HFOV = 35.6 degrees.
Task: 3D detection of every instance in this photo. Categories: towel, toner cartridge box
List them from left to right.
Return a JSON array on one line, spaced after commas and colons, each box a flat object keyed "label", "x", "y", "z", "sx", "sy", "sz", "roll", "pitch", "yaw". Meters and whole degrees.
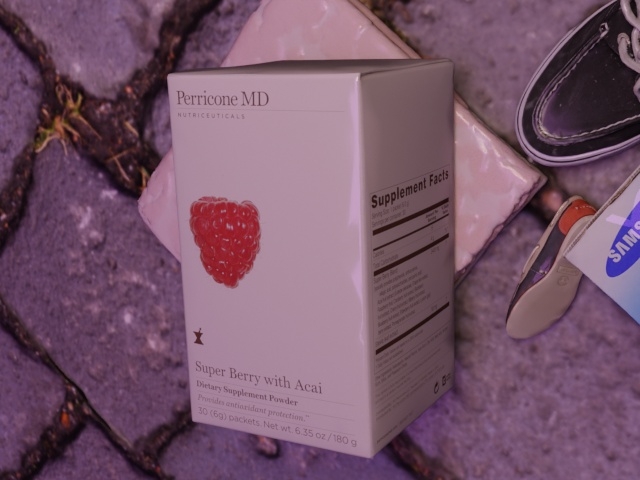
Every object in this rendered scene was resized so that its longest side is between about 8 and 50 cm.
[{"label": "towel", "x": 0.001, "y": -0.046, "z": 0.952, "sx": 0.317, "sy": 0.053, "sz": 0.332, "roll": 44, "pitch": 119, "yaw": 13}, {"label": "toner cartridge box", "x": 0.278, "y": -0.056, "z": 0.621, "sx": 0.075, "sy": 0.348, "sz": 0.165, "roll": 44, "pitch": 118, "yaw": 16}]

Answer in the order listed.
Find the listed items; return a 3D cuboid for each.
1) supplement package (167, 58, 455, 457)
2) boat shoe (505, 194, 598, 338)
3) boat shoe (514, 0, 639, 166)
[{"label": "supplement package", "x": 0.000, "y": 0.000, "z": 0.830, "sx": 0.178, "sy": 0.175, "sz": 0.293, "roll": 5, "pitch": 105, "yaw": 30}, {"label": "boat shoe", "x": 0.198, "y": 0.025, "z": 0.863, "sx": 0.137, "sy": 0.049, "sz": 0.043, "roll": -65, "pitch": 27, "yaw": 27}, {"label": "boat shoe", "x": 0.267, "y": -0.151, "z": 0.746, "sx": 0.306, "sy": 0.105, "sz": 0.113, "roll": -29, "pitch": 86, "yaw": 31}]
